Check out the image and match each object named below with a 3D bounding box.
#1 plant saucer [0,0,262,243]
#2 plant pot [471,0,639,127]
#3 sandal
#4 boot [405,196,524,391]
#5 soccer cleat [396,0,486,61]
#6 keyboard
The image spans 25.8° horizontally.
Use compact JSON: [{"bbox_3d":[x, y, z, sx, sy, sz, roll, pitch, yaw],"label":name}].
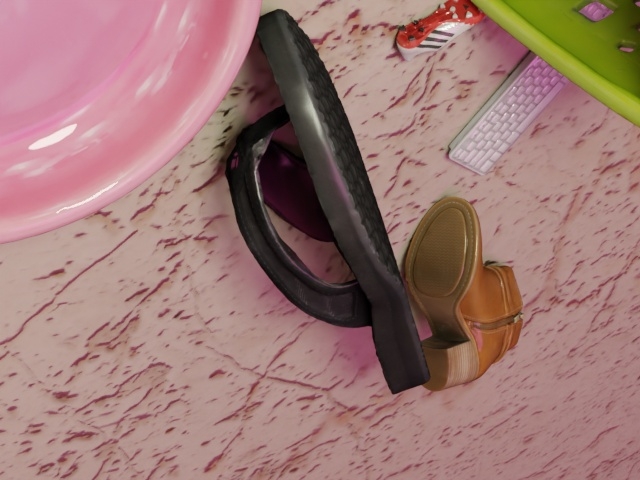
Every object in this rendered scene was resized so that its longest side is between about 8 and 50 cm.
[{"bbox_3d":[-0.196,-0.145,0.862,0.332,0.084,0.332,-23,142,-20],"label":"plant saucer"},{"bbox_3d":[0.263,-0.249,1.024,0.207,0.228,0.227,-26,142,-28],"label":"plant pot"},{"bbox_3d":[0.001,0.003,1.127,0.107,0.168,0.446,-18,142,3],"label":"sandal"},{"bbox_3d":[0.150,0.041,1.361,0.152,0.073,0.197,-19,121,-51],"label":"boot"},{"bbox_3d":[0.099,-0.171,1.127,0.083,0.029,0.035,-27,151,-9],"label":"soccer cleat"},{"bbox_3d":[0.213,-0.161,1.242,0.256,0.014,0.072,-49,142,14],"label":"keyboard"}]
